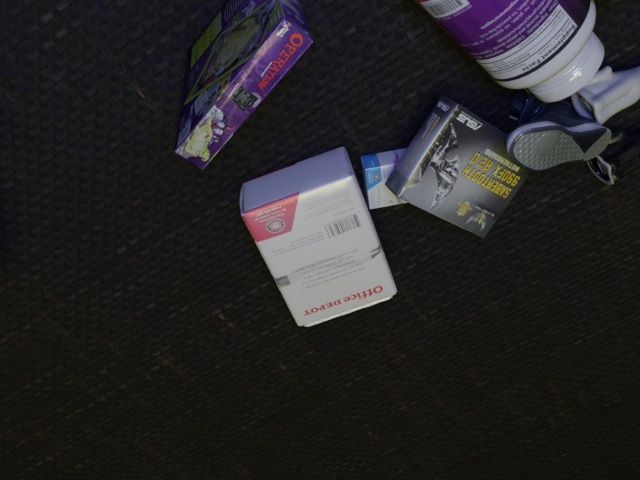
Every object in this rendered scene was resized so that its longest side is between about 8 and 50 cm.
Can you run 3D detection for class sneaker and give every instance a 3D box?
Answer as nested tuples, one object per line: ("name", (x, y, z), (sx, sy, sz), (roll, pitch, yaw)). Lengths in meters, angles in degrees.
("sneaker", (0.348, -0.194, 1.086), (0.226, 0.163, 0.086), (-7, 134, -35))

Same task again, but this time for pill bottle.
("pill bottle", (0.275, -0.352, 0.968), (0.323, 0.181, 0.181), (34, 114, -27))

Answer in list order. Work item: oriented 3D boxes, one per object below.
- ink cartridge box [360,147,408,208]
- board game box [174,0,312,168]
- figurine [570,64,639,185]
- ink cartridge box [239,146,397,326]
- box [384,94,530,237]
("ink cartridge box", (0.141, -0.115, 1.194), (0.122, 0.052, 0.089), (-11, 126, -1))
("board game box", (-0.110, -0.260, 0.882), (0.056, 0.347, 0.208), (29, 117, -26))
("figurine", (0.565, -0.235, 1.153), (0.209, 0.092, 0.215), (-29, 123, 3))
("ink cartridge box", (0.000, 0.000, 1.217), (0.207, 0.117, 0.283), (-19, 124, 6))
("box", (0.252, -0.124, 1.154), (0.231, 0.056, 0.183), (22, 108, -33))
